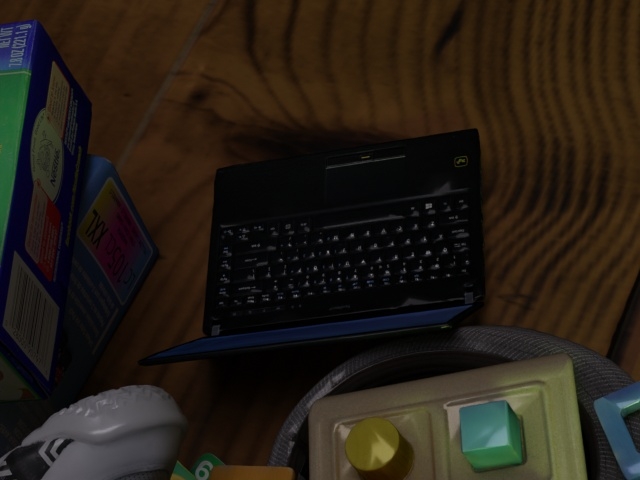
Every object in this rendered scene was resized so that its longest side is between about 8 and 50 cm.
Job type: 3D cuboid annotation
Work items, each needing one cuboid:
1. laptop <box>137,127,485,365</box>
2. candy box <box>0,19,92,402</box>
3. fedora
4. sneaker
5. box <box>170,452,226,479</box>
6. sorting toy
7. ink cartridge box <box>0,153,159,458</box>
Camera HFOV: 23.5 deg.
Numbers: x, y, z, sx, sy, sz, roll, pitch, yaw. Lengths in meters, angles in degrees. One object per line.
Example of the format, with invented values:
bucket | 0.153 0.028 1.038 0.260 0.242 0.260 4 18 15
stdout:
laptop | 0.000 0.000 1.184 0.234 0.136 0.264 -7 55 14
candy box | -0.347 -0.010 1.127 0.317 0.122 0.268 -7 56 13
fedora | 0.100 0.184 1.042 0.275 0.124 0.243 0 55 24
sneaker | -0.158 0.279 0.994 0.210 0.137 0.366 45 110 27
box | -0.117 0.239 1.122 0.105 0.043 0.179 36 71 31
sorting toy | 0.073 0.159 0.957 0.348 0.047 0.196 -13 52 17
ink cartridge box | -0.343 0.098 1.222 0.270 0.151 0.395 15 64 25
